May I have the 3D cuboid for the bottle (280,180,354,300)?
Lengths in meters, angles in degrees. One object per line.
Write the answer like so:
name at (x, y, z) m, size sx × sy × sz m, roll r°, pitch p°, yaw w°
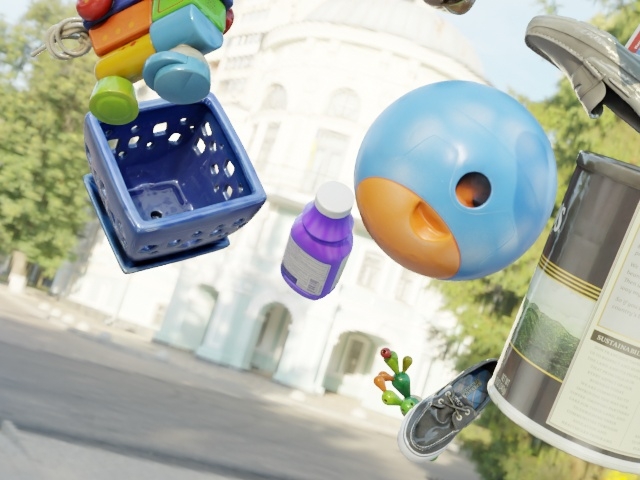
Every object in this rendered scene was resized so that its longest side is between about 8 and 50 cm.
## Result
bottle at (0.000, 0.000, 1.544) m, size 0.118 × 0.092 × 0.282 m, roll 37°, pitch -33°, yaw 13°

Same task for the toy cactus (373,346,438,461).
toy cactus at (0.178, 0.306, 1.606) m, size 0.219 × 0.112 × 0.180 m, roll 56°, pitch 0°, yaw 17°

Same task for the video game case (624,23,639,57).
video game case at (0.697, -0.356, 1.455) m, size 0.285 × 0.204 × 0.025 m, roll 36°, pitch 4°, yaw 37°

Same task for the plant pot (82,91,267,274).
plant pot at (-0.259, -0.083, 1.413) m, size 0.236 × 0.235 × 0.212 m, roll -16°, pitch -22°, yaw -31°

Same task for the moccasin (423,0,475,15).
moccasin at (0.253, -0.519, 1.566) m, size 0.147 × 0.139 × 0.380 m, roll 25°, pitch -7°, yaw 19°

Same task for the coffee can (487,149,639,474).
coffee can at (0.315, 0.069, 0.874) m, size 0.202 × 0.275 × 0.201 m, roll 18°, pitch 13°, yaw -4°

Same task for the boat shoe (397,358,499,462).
boat shoe at (0.208, 0.251, 1.294) m, size 0.080 × 0.229 × 0.076 m, roll 50°, pitch -37°, yaw 17°

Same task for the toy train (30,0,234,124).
toy train at (-0.205, -0.175, 0.846) m, size 0.248 × 0.143 × 0.105 m, roll -18°, pitch -35°, yaw 25°

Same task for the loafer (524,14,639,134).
loafer at (0.440, -0.245, 1.311) m, size 0.319 × 0.111 × 0.112 m, roll 38°, pitch 0°, yaw 27°

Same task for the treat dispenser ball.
treat dispenser ball at (0.191, -0.085, 1.216) m, size 0.288 × 0.288 × 0.288 m, roll 17°, pitch -7°, yaw 2°
